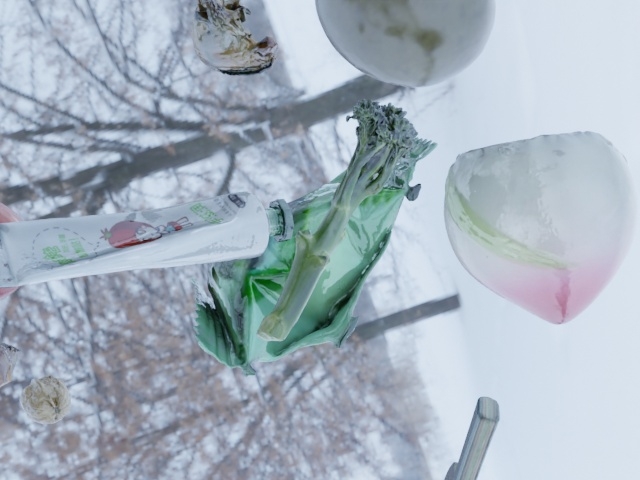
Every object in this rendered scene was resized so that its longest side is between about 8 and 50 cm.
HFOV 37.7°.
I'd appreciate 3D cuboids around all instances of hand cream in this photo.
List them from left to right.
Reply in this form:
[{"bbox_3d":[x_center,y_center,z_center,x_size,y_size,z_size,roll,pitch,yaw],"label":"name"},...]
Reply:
[{"bbox_3d":[-0.189,-0.004,1.022,0.121,0.336,0.076,46,135,49],"label":"hand cream"}]

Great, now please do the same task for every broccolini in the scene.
[{"bbox_3d":[0.016,-0.015,0.730,0.067,0.058,0.216,49,-120,-43],"label":"broccolini"}]

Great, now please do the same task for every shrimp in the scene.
[{"bbox_3d":[-0.111,-0.293,1.226,0.262,0.117,0.066,114,150,-74],"label":"shrimp"}]

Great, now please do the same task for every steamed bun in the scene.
[{"bbox_3d":[0.340,-0.012,1.439,0.309,0.309,0.309,-20,-90,-88],"label":"steamed bun"}]

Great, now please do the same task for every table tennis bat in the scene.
[{"bbox_3d":[0.136,0.289,0.980,0.173,0.022,0.301,-75,-3,-62],"label":"table tennis bat"}]

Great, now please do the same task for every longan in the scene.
[{"bbox_3d":[0.164,-0.471,1.835,0.361,0.360,0.361,-20,-90,-88],"label":"longan"}]

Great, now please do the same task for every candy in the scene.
[{"bbox_3d":[-0.004,-0.005,1.287,0.172,0.398,0.263,43,180,-22],"label":"candy"}]

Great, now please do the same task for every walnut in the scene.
[{"bbox_3d":[-0.467,0.269,1.593,0.096,0.079,0.083,27,139,49],"label":"walnut"}]

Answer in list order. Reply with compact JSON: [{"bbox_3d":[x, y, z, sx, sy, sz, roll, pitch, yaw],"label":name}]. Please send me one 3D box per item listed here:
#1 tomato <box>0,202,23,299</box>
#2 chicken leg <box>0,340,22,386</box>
[{"bbox_3d":[-0.573,0.014,1.568,0.195,0.136,0.195,31,-146,-24],"label":"tomato"},{"bbox_3d":[-0.537,0.118,1.240,0.304,0.093,0.113,27,-179,13],"label":"chicken leg"}]
